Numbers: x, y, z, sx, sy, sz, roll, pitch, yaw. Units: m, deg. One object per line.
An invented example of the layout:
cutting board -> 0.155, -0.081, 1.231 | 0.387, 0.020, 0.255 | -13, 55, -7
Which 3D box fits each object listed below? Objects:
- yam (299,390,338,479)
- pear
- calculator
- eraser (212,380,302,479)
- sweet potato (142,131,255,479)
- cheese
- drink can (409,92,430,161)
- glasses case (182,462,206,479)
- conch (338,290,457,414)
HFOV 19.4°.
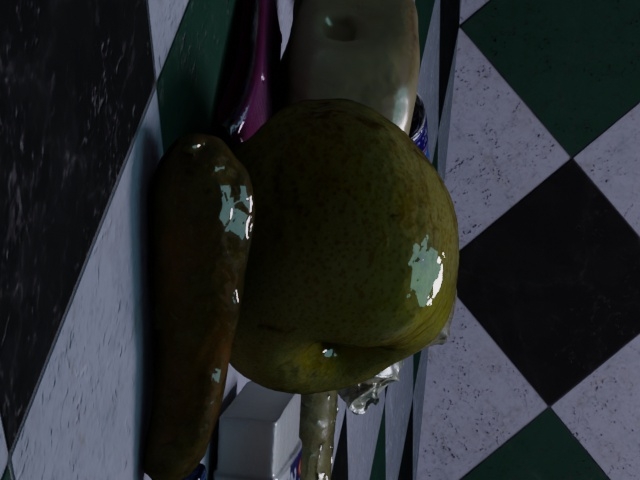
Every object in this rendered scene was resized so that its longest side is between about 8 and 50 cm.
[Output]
yam -> -0.034, 0.304, 1.866 | 0.083, 0.083, 0.371 | 77, 20, -65
pear -> 0.000, 0.000, 1.461 | 0.188, 0.228, 0.211 | 13, 58, -44
calculator -> -0.055, -0.135, 1.592 | 0.126, 0.034, 0.190 | 78, 18, -60
eraser -> -0.058, 0.243, 1.680 | 0.124, 0.068, 0.210 | -44, 138, -74
sweet potato -> -0.092, 0.051, 1.347 | 0.075, 0.075, 0.273 | -62, 160, -69
cheese -> 0.017, -0.127, 1.689 | 0.218, 0.117, 0.235 | 116, -18, -69
drink can -> 0.095, -0.105, 2.419 | 0.235, 0.097, 0.097 | 78, 19, -62
glasses case -> -0.105, 0.216, 1.495 | 0.033, 0.023, 0.083 | -80, 173, -64
conch -> 0.078, 0.057, 2.063 | 0.210, 0.159, 0.291 | 58, 48, -64
